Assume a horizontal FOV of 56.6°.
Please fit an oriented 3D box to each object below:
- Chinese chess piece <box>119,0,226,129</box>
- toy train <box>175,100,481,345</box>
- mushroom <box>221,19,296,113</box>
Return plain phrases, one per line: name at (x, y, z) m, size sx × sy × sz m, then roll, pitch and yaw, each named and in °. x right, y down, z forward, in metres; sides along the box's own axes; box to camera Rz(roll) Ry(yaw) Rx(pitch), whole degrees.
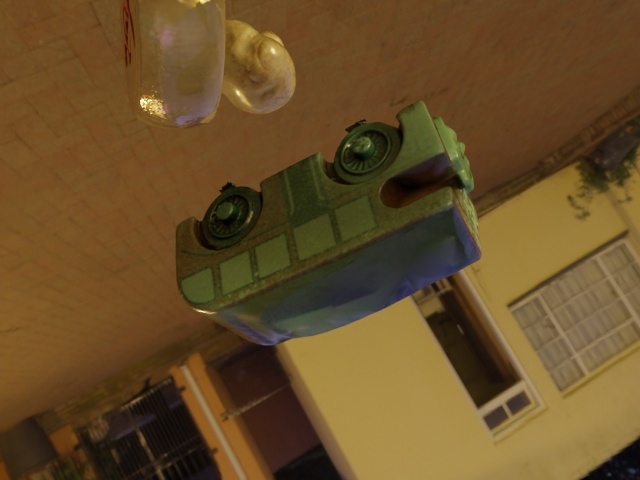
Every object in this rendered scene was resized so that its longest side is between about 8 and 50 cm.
Chinese chess piece at (-0.180, -0.258, 0.706) m, size 0.097 × 0.251 × 0.251 m, roll -5°, pitch 164°, yaw -20°
toy train at (0.000, 0.000, 0.590) m, size 0.326 × 0.159 × 0.129 m, roll -24°, pitch 142°, yaw 15°
mushroom at (-0.102, -0.256, 0.876) m, size 0.112 × 0.148 × 0.148 m, roll -41°, pitch 176°, yaw -16°
